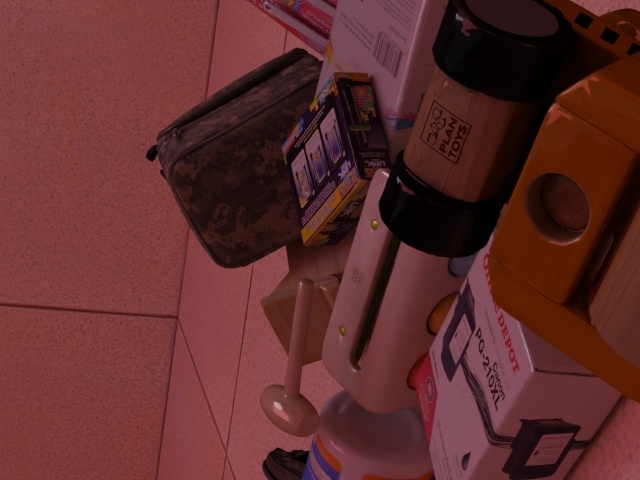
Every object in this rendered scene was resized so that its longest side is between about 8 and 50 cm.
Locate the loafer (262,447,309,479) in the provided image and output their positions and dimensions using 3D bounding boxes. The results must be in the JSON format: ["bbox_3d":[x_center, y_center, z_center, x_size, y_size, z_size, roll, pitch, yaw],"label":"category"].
[{"bbox_3d":[-0.010,0.364,1.777,0.084,0.096,0.267,-64,23,1],"label":"loafer"}]

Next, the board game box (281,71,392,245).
[{"bbox_3d":[0.018,-0.092,1.351,0.170,0.048,0.141,-48,51,56],"label":"board game box"}]

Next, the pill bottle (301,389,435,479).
[{"bbox_3d":[0.045,0.326,1.418,0.152,0.152,0.272,-107,27,-55],"label":"pill bottle"}]

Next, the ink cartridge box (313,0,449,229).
[{"bbox_3d":[0.099,-0.188,1.385,0.226,0.131,0.306,-123,39,-51],"label":"ink cartridge box"}]

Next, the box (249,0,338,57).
[{"bbox_3d":[-0.046,-0.432,1.715,0.142,0.300,0.154,-51,-3,-31],"label":"box"}]

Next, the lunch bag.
[{"bbox_3d":[-0.085,-0.131,1.672,0.212,0.305,0.256,60,180,-24],"label":"lunch bag"}]

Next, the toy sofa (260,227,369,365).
[{"bbox_3d":[0.000,0.000,1.760,0.362,0.177,0.150,-101,-9,-47],"label":"toy sofa"}]

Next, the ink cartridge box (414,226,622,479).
[{"bbox_3d":[0.179,0.127,1.080,0.172,0.100,0.237,-100,21,-43],"label":"ink cartridge box"}]

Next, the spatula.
[{"bbox_3d":[0.025,-0.311,1.636,0.019,0.242,0.168,-51,-10,-35],"label":"spatula"}]

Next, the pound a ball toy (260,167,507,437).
[{"bbox_3d":[0.076,0.082,1.279,0.136,0.208,0.319,42,129,37],"label":"pound a ball toy"}]

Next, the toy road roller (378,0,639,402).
[{"bbox_3d":[0.228,-0.062,0.881,0.329,0.241,0.202,39,131,27],"label":"toy road roller"}]
